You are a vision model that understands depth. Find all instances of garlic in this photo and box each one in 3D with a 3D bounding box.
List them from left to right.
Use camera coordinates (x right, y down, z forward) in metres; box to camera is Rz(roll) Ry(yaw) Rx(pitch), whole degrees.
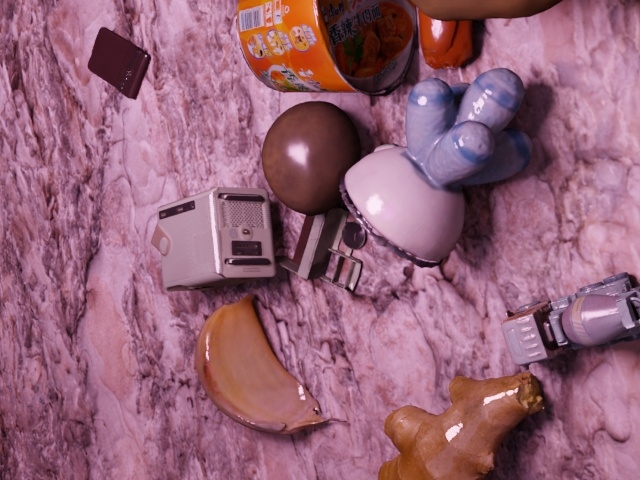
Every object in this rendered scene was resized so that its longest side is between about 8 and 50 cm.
[{"bbox_3d":[-0.126,0.282,1.978,0.196,0.151,0.338,-42,75,15],"label":"garlic"}]

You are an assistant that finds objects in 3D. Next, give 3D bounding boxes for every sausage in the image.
[{"bbox_3d":[0.211,-0.458,1.706,0.102,0.102,0.331,4,98,32],"label":"sausage"}]

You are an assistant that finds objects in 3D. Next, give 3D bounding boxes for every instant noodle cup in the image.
[{"bbox_3d":[0.003,-0.386,1.748,0.214,0.296,0.297,0,95,40],"label":"instant noodle cup"}]

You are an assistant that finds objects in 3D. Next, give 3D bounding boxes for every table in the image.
[{"bbox_3d":[0.000,0.000,1.908,0.175,0.062,0.146,26,108,30],"label":"table"}]

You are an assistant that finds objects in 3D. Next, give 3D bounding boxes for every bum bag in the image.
[{"bbox_3d":[-0.437,-0.383,2.157,0.159,0.026,0.109,33,112,25],"label":"bum bag"}]

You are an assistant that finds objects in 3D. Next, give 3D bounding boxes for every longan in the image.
[{"bbox_3d":[-0.017,-0.153,1.815,0.198,0.198,0.213,2,63,32],"label":"longan"}]

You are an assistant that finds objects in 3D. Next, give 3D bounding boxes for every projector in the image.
[{"bbox_3d":[-0.210,0.003,1.955,0.242,0.163,0.177,-12,80,47],"label":"projector"}]

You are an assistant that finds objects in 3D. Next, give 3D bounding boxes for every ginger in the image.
[{"bbox_3d":[0.235,0.364,1.795,0.375,0.166,0.236,-52,30,1],"label":"ginger"}]

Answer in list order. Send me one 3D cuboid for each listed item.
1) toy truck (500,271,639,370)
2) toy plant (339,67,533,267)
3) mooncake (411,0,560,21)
[{"bbox_3d":[0.415,0.132,1.616,0.256,0.140,0.108,-20,85,32],"label":"toy truck"},{"bbox_3d":[0.215,-0.147,1.667,0.247,0.247,0.332,47,115,19],"label":"toy plant"},{"bbox_3d":[0.266,-0.555,1.459,0.262,0.467,0.467,5,98,29],"label":"mooncake"}]
